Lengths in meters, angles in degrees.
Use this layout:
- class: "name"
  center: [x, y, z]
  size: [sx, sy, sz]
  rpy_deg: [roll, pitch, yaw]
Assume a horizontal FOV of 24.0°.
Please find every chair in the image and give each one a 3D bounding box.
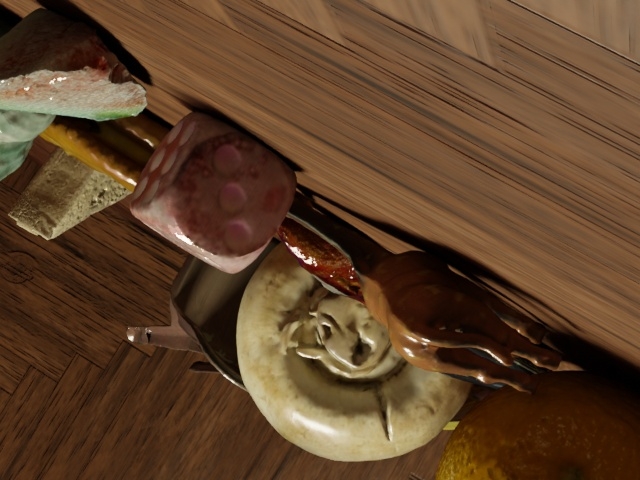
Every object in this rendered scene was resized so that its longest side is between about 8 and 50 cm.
- class: "chair"
  center: [-0.092, 0.077, 1.746]
  size: [0.175, 0.183, 0.326]
  rpy_deg: [29, 171, -26]

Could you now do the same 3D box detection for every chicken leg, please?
- class: "chicken leg"
  center: [0.004, 0.004, 1.273]
  size: [0.205, 0.053, 0.093]
  rpy_deg: [41, -176, -41]

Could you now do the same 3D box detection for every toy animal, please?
- class: "toy animal"
  center: [0.061, 0.030, 1.130]
  size: [0.229, 0.066, 0.224]
  rpy_deg: [23, -165, -6]

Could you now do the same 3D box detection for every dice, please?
- class: "dice"
  center: [-0.079, -0.035, 1.113]
  size: [0.091, 0.093, 0.094]
  rpy_deg: [33, 173, -20]

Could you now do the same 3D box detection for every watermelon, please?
- class: "watermelon"
  center: [-0.177, -0.119, 1.067]
  size: [0.094, 0.081, 0.180]
  rpy_deg: [13, -174, 16]

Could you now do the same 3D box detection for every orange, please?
- class: "orange"
  center: [0.191, 0.207, 1.151]
  size: [0.236, 0.236, 0.236]
  rpy_deg: [31, 175, 3]

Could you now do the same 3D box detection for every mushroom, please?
- class: "mushroom"
  center: [0.024, 0.127, 1.528]
  size: [0.253, 0.189, 0.195]
  rpy_deg: [25, 176, 6]

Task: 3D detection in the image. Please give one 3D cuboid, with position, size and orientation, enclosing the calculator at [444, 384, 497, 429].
- class: "calculator"
  center: [0.116, 0.158, 1.688]
  size: [0.157, 0.033, 0.236]
  rpy_deg: [-12, -157, -37]

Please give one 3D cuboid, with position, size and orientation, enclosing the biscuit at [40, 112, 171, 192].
- class: "biscuit"
  center: [-0.170, -0.076, 1.397]
  size: [0.220, 0.066, 0.220]
  rpy_deg: [32, 175, 3]

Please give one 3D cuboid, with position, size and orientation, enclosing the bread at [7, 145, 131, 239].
- class: "bread"
  center: [-0.267, -0.055, 1.713]
  size: [0.077, 0.152, 0.105]
  rpy_deg: [29, 169, 34]

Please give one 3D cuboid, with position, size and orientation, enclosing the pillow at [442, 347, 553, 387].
- class: "pillow"
  center: [0.138, 0.101, 1.340]
  size: [0.141, 0.055, 0.208]
  rpy_deg: [25, 174, 5]

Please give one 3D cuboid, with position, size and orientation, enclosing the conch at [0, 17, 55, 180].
- class: "conch"
  center: [-0.326, -0.132, 1.279]
  size: [0.277, 0.195, 0.220]
  rpy_deg: [1, 179, 32]
